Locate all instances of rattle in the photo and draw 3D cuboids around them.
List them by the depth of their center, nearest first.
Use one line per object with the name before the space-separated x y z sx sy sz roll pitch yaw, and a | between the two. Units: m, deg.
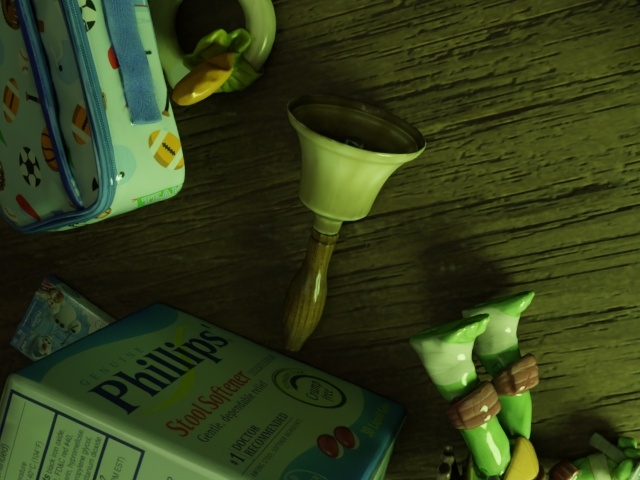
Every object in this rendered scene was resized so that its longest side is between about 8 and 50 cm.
rattle | -0.121 -0.228 0.821 0.130 0.143 0.199 6 107 30

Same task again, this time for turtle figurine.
turtle figurine | 0.199 0.179 0.769 0.198 0.275 0.266 -19 90 -16

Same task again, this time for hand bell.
hand bell | 0.000 0.000 0.854 0.126 0.126 0.242 23 117 11

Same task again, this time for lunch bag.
lunch bag | -0.234 -0.164 0.821 0.243 0.115 0.303 -8 98 51

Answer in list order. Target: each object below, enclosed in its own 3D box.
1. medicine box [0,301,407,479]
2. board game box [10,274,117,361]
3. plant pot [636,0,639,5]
medicine box | -0.100 0.197 0.818 0.289 0.263 0.149 22 104 11
board game box | -0.274 0.098 0.980 0.090 0.020 0.090 33 107 7
plant pot | 0.411 -0.181 0.590 0.334 0.341 0.341 -37 88 27
